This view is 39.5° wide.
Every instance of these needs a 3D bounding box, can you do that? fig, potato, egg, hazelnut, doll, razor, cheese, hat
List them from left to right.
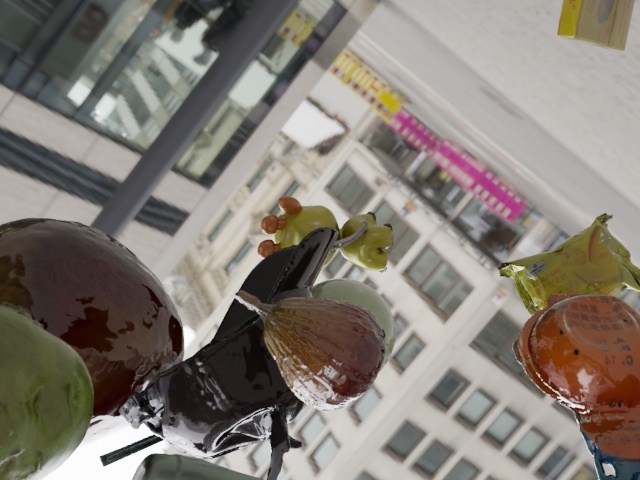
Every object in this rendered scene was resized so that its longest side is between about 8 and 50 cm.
[{"bbox_3d":[-0.312,0.137,0.761,0.253,0.148,0.186,18,-139,-43],"label":"potato"},{"bbox_3d":[-0.420,0.157,1.387,0.421,0.421,0.352,36,-154,-20],"label":"hazelnut"},{"bbox_3d":[-0.244,0.294,1.357,0.066,0.190,0.033,70,165,-6],"label":"razor"},{"bbox_3d":[-0.049,0.153,1.074,0.209,0.336,0.238,46,158,-4],"label":"hat"},{"bbox_3d":[0.000,0.000,1.500,0.221,0.143,0.135,4,-159,-24],"label":"doll"},{"bbox_3d":[0.001,0.091,0.883,0.153,0.119,0.119,56,-167,16],"label":"fig"},{"bbox_3d":[0.042,0.179,1.760,0.218,0.218,0.295,40,167,5],"label":"egg"},{"bbox_3d":[0.370,0.185,1.159,0.217,0.129,0.329,-2,-138,-5],"label":"cheese"}]

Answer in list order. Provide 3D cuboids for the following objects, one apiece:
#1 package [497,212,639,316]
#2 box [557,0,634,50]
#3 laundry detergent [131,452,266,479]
[{"bbox_3d":[0.446,0.061,1.564,0.168,0.226,0.090,63,-174,22],"label":"package"},{"bbox_3d":[0.278,-0.237,0.883,0.023,0.086,0.155,20,-164,32],"label":"box"},{"bbox_3d":[-0.098,0.440,1.363,0.398,0.264,0.124,16,-135,-13],"label":"laundry detergent"}]
